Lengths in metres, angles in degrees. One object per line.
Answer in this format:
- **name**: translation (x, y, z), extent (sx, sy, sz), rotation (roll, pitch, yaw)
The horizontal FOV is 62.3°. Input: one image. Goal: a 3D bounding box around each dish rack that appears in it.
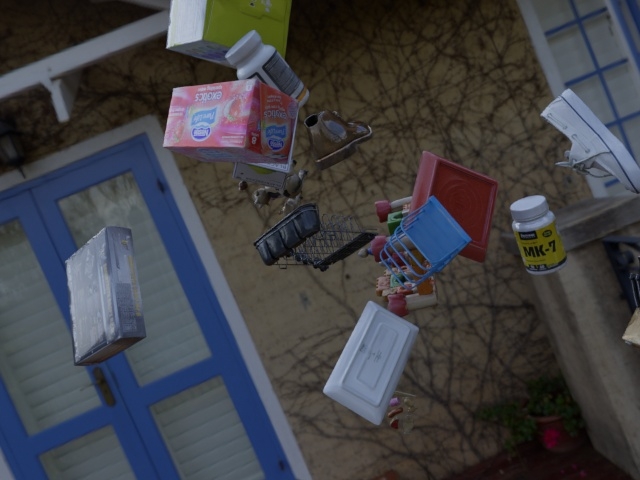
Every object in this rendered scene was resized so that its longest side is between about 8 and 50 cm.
- **dish rack**: translation (0.000, 0.000, 1.288), extent (0.271, 0.074, 0.208), rotation (3, -28, -46)

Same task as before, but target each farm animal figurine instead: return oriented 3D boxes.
- **farm animal figurine**: translation (-0.172, -0.193, 2.092), extent (0.326, 0.330, 0.172), rotation (-19, 47, 53)

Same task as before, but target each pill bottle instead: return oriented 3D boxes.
- **pill bottle**: translation (0.626, -0.016, 1.531), extent (0.119, 0.209, 0.119), rotation (-23, 17, 7)
- **pill bottle**: translation (-0.178, -0.551, 1.783), extent (0.162, 0.278, 0.162), rotation (-31, 30, 20)

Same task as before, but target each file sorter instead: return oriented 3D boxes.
- **file sorter**: translation (0.208, 0.013, 1.103), extent (0.104, 0.118, 0.170), rotation (-32, -15, -21)

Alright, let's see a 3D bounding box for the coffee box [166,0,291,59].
- **coffee box**: translation (-0.335, -0.847, 1.954), extent (0.337, 0.339, 0.334), rotation (3, 9, -38)

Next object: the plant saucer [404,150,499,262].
- **plant saucer**: translation (0.380, -0.098, 1.469), extent (0.259, 0.259, 0.047), rotation (19, -15, -16)

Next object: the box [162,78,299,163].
- **box**: translation (-0.213, -0.266, 1.223), extent (0.299, 0.154, 0.142), rotation (10, -1, 40)

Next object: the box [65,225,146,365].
- **box**: translation (-0.434, 0.112, 1.057), extent (0.183, 0.231, 0.056), rotation (-30, -24, 33)

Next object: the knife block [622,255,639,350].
- **knife block**: translation (0.766, 0.144, 1.124), extent (0.242, 0.275, 0.088), rotation (-60, 20, -3)

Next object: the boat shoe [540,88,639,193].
- **boat shoe**: translation (0.735, -0.247, 1.472), extent (0.156, 0.367, 0.135), rotation (-40, -28, 25)

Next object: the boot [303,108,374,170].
- **boot**: translation (0.044, -0.259, 1.230), extent (0.112, 0.115, 0.305), rotation (-23, 12, 24)

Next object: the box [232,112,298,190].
- **box**: translation (-0.169, -0.309, 1.674), extent (0.169, 0.290, 0.087), rotation (14, -36, -9)

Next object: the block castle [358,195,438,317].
- **block castle**: translation (0.269, 0.048, 1.857), extent (0.212, 0.303, 0.453), rotation (-14, 19, 13)

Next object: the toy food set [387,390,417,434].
- **toy food set**: translation (0.206, 0.437, 1.358), extent (0.077, 0.122, 0.019), rotation (12, 21, 6)

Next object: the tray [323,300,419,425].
- **tray**: translation (0.126, 0.268, 1.215), extent (0.270, 0.145, 0.030), rotation (-58, -5, -36)

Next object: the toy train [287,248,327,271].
- **toy train**: translation (-0.051, 0.045, 1.516), extent (0.036, 0.158, 0.027), rotation (-73, 9, -45)
